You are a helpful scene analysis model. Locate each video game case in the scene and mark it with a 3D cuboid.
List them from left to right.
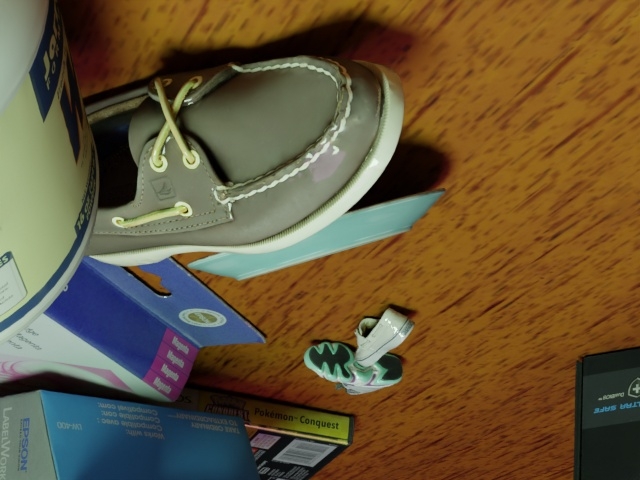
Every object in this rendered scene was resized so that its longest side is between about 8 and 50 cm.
[{"bbox_3d":[-0.119,0.224,1.676,0.248,0.035,0.275,11,156,-12],"label":"video game case"}]

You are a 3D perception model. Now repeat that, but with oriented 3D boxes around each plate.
[{"bbox_3d":[0.000,0.000,1.044,0.188,0.024,0.188,-17,179,0],"label":"plate"}]

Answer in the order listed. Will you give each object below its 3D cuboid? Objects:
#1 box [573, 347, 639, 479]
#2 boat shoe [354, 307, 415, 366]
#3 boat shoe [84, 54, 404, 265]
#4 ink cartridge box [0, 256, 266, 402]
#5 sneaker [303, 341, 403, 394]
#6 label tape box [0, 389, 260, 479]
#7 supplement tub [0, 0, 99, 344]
[{"bbox_3d":[0.351,0.223,1.239,0.295,0.293,0.073,-13,149,37],"label":"box"},{"bbox_3d":[0.048,0.083,1.328,0.035,0.035,0.100,39,154,-4],"label":"boat shoe"},{"bbox_3d":[-0.086,-0.054,0.953,0.096,0.117,0.324,22,157,-38],"label":"boat shoe"},{"bbox_3d":[-0.264,0.068,1.322,0.330,0.071,0.324,-4,154,25],"label":"ink cartridge box"},{"bbox_3d":[0.022,0.127,1.417,0.098,0.038,0.069,15,154,-17],"label":"sneaker"},{"bbox_3d":[-0.198,0.209,1.422,0.240,0.106,0.333,14,161,-41],"label":"label tape box"},{"bbox_3d":[-0.246,-0.085,0.770,0.235,0.235,0.325,6,156,1],"label":"supplement tub"}]
